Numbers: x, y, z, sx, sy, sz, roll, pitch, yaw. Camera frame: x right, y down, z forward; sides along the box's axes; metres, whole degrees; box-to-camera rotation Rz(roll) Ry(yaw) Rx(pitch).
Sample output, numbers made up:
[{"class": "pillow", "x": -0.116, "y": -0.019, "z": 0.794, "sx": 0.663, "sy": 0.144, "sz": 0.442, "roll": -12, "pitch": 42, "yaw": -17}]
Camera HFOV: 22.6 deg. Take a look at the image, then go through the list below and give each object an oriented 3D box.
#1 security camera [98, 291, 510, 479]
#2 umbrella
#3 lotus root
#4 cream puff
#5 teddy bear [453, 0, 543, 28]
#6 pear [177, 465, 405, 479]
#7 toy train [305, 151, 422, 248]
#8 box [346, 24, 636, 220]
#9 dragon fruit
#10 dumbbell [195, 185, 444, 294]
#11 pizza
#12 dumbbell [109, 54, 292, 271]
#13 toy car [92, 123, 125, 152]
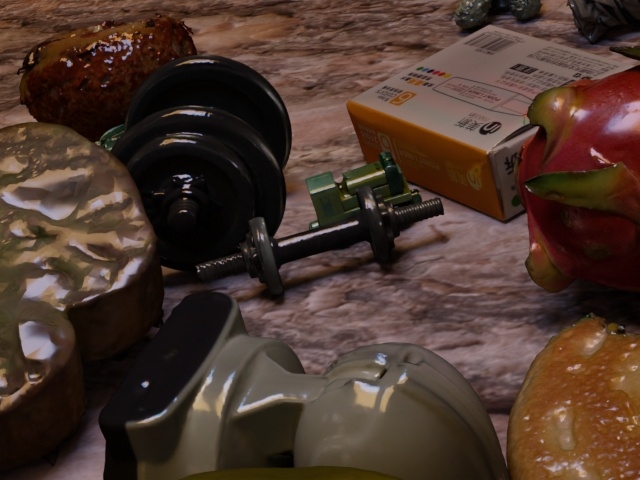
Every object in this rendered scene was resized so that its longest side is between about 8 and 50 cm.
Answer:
[{"class": "security camera", "x": 0.003, "y": 0.159, "z": 1.176, "sx": 0.277, "sy": 0.191, "sz": 0.197, "roll": -1, "pitch": 32, "yaw": 24}, {"class": "umbrella", "x": 0.470, "y": -0.336, "z": 1.941, "sx": 0.358, "sy": 0.106, "sz": 0.113, "roll": -13, "pitch": 23, "yaw": 7}, {"class": "lotus root", "x": -0.339, "y": 0.046, "z": 1.519, "sx": 0.375, "sy": 0.111, "sz": 0.390, "roll": 10, "pitch": 53, "yaw": 20}, {"class": "cream puff", "x": -0.266, "y": -0.201, "z": 2.031, "sx": 0.240, "sy": 0.163, "sz": 0.240, "roll": -9, "pitch": 16, "yaw": 3}, {"class": "teddy bear", "x": 0.223, "y": -0.367, "z": 2.134, "sx": 0.133, "sy": 0.111, "sz": 0.213, "roll": -9, "pitch": 29, "yaw": 7}, {"class": "pear", "x": -0.001, "y": 0.284, "z": 0.867, "sx": 0.287, "sy": 0.287, "sz": 0.375, "roll": -20, "pitch": 43, "yaw": -7}, {"class": "toy train", "x": 0.042, "y": -0.042, "z": 1.655, "sx": 0.122, "sy": 0.081, "sz": 0.050, "roll": -19, "pitch": 30, "yaw": 1}, {"class": "box", "x": 0.190, "y": -0.134, "z": 1.730, "sx": 0.221, "sy": 0.091, "sz": 0.274, "roll": -29, "pitch": 29, "yaw": -20}, {"class": "dragon fruit", "x": 0.275, "y": -0.057, "z": 1.403, "sx": 0.227, "sy": 0.224, "sz": 0.224, "roll": 0, "pitch": 31, "yaw": 36}, {"class": "dumbbell", "x": 0.000, "y": 0.000, "z": 1.597, "sx": 0.254, "sy": 0.081, "sz": 0.081, "roll": -16, "pitch": 27, "yaw": -1}, {"class": "pizza", "x": 0.250, "y": 0.146, "z": 1.171, "sx": 0.229, "sy": 0.081, "sz": 0.289, "roll": -19, "pitch": 27, "yaw": 10}, {"class": "dumbbell", "x": -0.127, "y": -0.084, "z": 1.710, "sx": 0.192, "sy": 0.192, "sz": 0.290, "roll": -12, "pitch": 27, "yaw": 10}, {"class": "toy car", "x": -0.222, "y": -0.075, "z": 1.891, "sx": 0.093, "sy": 0.058, "sz": 0.186, "roll": -14, "pitch": 39, "yaw": 5}]
